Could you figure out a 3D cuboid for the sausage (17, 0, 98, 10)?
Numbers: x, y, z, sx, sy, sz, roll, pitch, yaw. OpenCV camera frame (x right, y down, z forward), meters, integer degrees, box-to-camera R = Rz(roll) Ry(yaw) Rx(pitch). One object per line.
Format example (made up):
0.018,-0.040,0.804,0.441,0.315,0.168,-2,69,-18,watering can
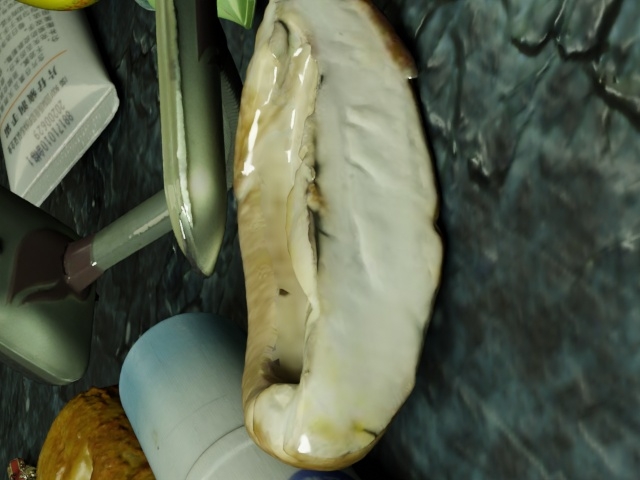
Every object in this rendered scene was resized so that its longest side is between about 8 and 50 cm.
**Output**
-0.272,-0.274,0.960,0.347,0.123,0.123,30,115,34,sausage

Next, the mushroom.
0.002,-0.001,0.477,0.094,0.072,0.209,-48,38,49,mushroom

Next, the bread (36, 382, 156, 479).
-0.078,0.177,0.596,0.344,0.084,0.124,41,122,59,bread

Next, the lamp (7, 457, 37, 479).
-0.261,0.225,1.035,0.083,0.031,0.063,-7,79,60,lamp

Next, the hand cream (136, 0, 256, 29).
-0.071,-0.172,0.701,0.175,0.046,0.095,16,99,58,hand cream

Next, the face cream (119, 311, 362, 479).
-0.022,0.111,0.498,0.250,0.077,0.077,-139,58,-60,face cream

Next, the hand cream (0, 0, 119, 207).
-0.239,-0.168,1.001,0.140,0.089,0.314,-43,44,25,hand cream

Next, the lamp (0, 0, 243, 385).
-0.105,-0.005,0.610,0.283,0.124,0.203,-42,35,37,lamp
